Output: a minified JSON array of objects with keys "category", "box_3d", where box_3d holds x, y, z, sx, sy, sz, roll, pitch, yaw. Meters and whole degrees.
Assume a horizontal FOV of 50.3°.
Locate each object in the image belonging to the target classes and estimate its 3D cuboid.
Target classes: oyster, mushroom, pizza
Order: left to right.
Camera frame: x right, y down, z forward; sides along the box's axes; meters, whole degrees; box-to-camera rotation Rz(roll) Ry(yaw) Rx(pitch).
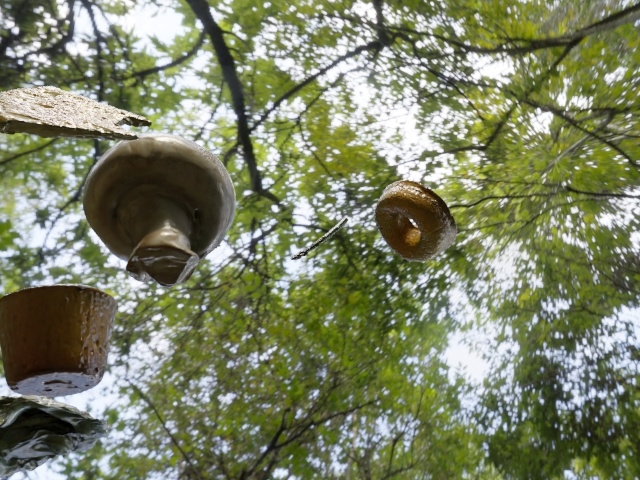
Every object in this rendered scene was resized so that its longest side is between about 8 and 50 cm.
[{"category":"oyster","box_3d":[-0.169,0.113,0.409,0.100,0.098,0.037,-22,-120,16]},{"category":"pizza","box_3d":[-0.415,-0.207,1.138,0.262,0.181,0.034,7,-60,-19]},{"category":"mushroom","box_3d":[-0.308,-0.053,1.314,0.297,0.290,0.298,-5,-57,-8]}]

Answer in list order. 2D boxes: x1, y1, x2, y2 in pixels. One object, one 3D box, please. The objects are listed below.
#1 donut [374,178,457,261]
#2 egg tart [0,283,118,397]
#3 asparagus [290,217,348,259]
[{"category":"donut","box_3d":[0.158,-0.028,1.168,0.152,0.058,0.152,25,-43,25]},{"category":"egg tart","box_3d":[-0.438,0.171,1.137,0.202,0.202,0.147,-23,-120,20]},{"category":"asparagus","box_3d":[0.000,0.000,1.242,0.016,0.163,0.016,38,-40,18]}]
